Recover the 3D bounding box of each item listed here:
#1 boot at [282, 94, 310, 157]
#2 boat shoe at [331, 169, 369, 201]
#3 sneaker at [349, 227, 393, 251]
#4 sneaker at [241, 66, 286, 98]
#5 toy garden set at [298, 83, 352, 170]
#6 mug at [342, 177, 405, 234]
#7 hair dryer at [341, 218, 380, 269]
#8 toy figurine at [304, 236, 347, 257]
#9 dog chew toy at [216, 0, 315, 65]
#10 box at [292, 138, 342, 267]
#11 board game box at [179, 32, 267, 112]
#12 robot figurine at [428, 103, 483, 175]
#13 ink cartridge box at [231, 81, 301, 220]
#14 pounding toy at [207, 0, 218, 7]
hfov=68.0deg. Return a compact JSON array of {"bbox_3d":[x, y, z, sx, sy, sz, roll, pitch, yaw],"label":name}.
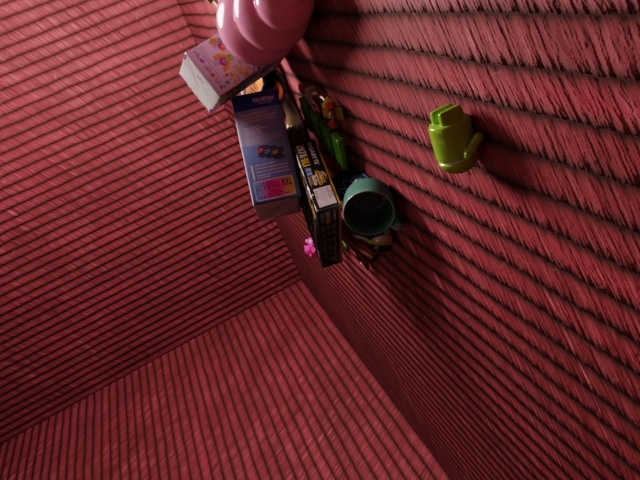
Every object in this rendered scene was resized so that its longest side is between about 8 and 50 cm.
[{"bbox_3d":[-0.112,-0.385,1.653,0.219,0.106,0.082,67,169,-26],"label":"boot"},{"bbox_3d":[0.089,-0.136,1.366,0.109,0.089,0.258,65,170,-17],"label":"boat shoe"},{"bbox_3d":[0.156,-0.040,1.401,0.234,0.084,0.097,-142,50,-64],"label":"sneaker"},{"bbox_3d":[-0.198,-0.523,1.667,0.180,0.124,0.321,59,169,23],"label":"sneaker"},{"bbox_3d":[0.012,-0.346,1.329,0.244,0.049,0.204,55,170,36],"label":"toy garden set"},{"bbox_3d":[0.128,-0.083,1.207,0.158,0.129,0.097,58,-159,-30],"label":"mug"},{"bbox_3d":[0.142,0.015,1.634,0.224,0.080,0.293,48,178,-12],"label":"hair dryer"},{"bbox_3d":[0.000,0.000,1.965,0.173,0.159,0.130,54,167,39],"label":"toy figurine"},{"bbox_3d":[-0.119,-0.529,1.098,0.332,0.206,0.207,18,136,64],"label":"dog chew toy"},{"bbox_3d":[-0.006,-0.105,1.446,0.322,0.079,0.257,84,166,-58],"label":"box"},{"bbox_3d":[-0.243,-0.516,1.360,0.144,0.275,0.142,52,159,-11],"label":"board game box"},{"bbox_3d":[0.214,-0.158,0.761,0.115,0.067,0.101,66,170,-24],"label":"robot figurine"},{"bbox_3d":[-0.172,-0.285,1.489,0.270,0.151,0.396,115,141,-82],"label":"ink cartridge box"},{"bbox_3d":[-0.443,-0.989,1.794,0.183,0.110,0.237,46,-166,22],"label":"pounding toy"}]
